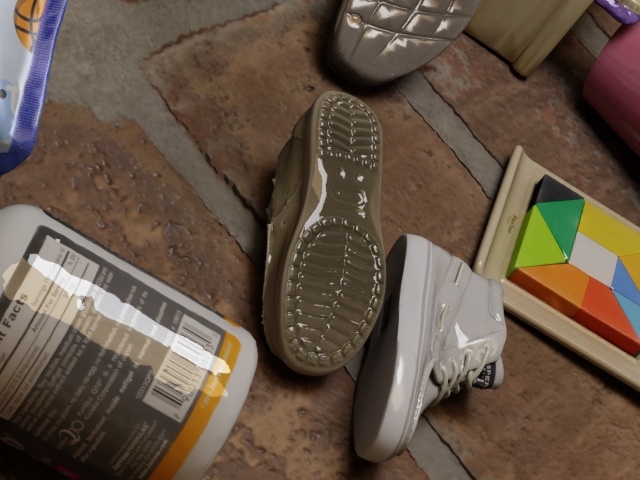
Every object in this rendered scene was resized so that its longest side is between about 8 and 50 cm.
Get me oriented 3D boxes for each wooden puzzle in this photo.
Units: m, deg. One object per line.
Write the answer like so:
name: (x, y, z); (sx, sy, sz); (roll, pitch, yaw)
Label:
wooden puzzle: (0.273, 0.028, 1.707); (0.239, 0.044, 0.221); (35, 42, -10)

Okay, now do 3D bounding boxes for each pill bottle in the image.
pill bottle: (-0.199, 0.072, 1.224); (0.278, 0.162, 0.162); (31, 43, -12)

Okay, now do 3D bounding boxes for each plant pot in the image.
plant pot: (0.401, -0.161, 1.863); (0.180, 0.201, 0.201); (37, 40, 17)

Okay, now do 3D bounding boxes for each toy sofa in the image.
toy sofa: (0.291, -0.346, 1.943); (0.177, 0.150, 0.362); (33, 43, -8)

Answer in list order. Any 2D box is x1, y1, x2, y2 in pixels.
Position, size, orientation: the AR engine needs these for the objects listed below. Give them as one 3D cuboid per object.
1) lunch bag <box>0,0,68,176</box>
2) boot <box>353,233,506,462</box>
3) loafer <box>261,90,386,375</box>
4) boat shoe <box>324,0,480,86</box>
lunch bag: (-0.355, -0.259, 1.275); (0.328, 0.239, 0.385); (18, 71, -26)
boot: (0.108, 0.105, 1.477); (0.123, 0.095, 0.258); (24, 44, -11)
loafer: (0.000, 0.000, 1.491); (0.102, 0.092, 0.268); (20, 63, -21)
boat shoe: (0.105, -0.292, 1.778); (0.132, 0.130, 0.355); (40, 63, -13)
